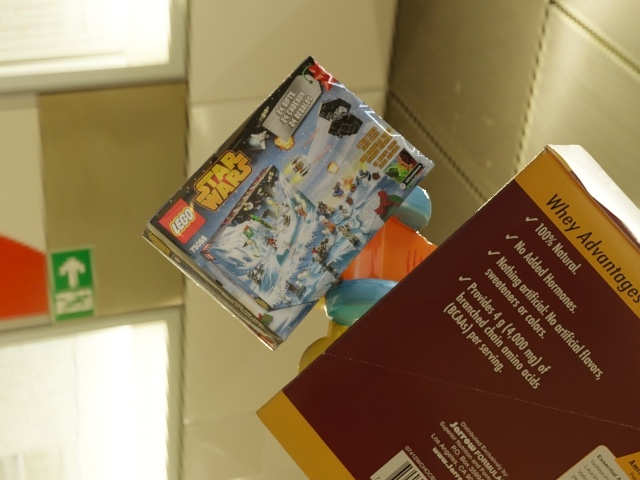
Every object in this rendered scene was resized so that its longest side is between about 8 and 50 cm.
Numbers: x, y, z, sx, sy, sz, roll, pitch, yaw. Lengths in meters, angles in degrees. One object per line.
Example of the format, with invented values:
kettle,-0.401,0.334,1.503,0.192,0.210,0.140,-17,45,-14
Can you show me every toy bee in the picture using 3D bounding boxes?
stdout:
toy bee,0.000,0.000,0.876,0.298,0.162,0.195,60,36,-43

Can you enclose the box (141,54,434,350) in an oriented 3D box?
box,-0.015,-0.022,0.653,0.094,0.137,0.027,42,-24,0

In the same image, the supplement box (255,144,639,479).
supplement box,0.114,0.085,0.614,0.191,0.194,0.129,49,17,9
